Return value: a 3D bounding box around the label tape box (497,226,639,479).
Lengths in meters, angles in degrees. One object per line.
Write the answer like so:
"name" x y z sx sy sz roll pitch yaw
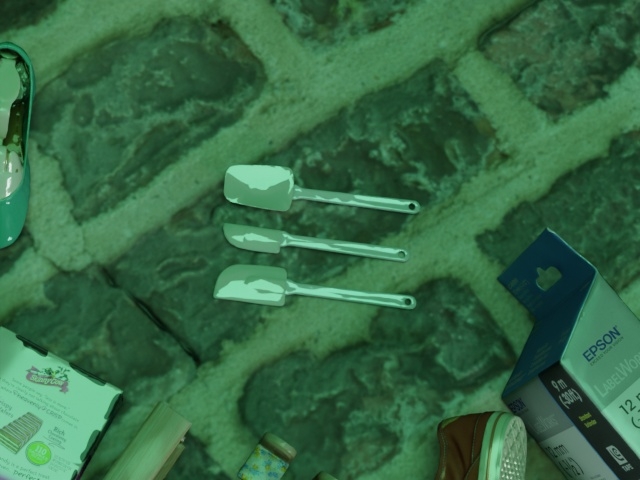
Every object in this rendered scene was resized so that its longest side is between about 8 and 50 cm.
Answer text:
"label tape box" 0.304 0.173 1.728 0.115 0.249 0.348 -39 84 -16

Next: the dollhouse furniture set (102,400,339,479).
"dollhouse furniture set" -0.110 0.297 1.683 0.242 0.161 0.212 34 73 2

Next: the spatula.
"spatula" 0.000 0.000 1.853 0.242 0.019 0.168 6 73 -6

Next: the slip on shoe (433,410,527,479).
"slip on shoe" 0.155 0.352 1.744 0.101 0.123 0.331 4 78 29

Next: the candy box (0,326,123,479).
"candy box" -0.341 0.235 1.715 0.159 0.071 0.233 29 74 1

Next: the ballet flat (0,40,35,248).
"ballet flat" -0.375 -0.118 1.796 0.083 0.087 0.247 3 75 -7
